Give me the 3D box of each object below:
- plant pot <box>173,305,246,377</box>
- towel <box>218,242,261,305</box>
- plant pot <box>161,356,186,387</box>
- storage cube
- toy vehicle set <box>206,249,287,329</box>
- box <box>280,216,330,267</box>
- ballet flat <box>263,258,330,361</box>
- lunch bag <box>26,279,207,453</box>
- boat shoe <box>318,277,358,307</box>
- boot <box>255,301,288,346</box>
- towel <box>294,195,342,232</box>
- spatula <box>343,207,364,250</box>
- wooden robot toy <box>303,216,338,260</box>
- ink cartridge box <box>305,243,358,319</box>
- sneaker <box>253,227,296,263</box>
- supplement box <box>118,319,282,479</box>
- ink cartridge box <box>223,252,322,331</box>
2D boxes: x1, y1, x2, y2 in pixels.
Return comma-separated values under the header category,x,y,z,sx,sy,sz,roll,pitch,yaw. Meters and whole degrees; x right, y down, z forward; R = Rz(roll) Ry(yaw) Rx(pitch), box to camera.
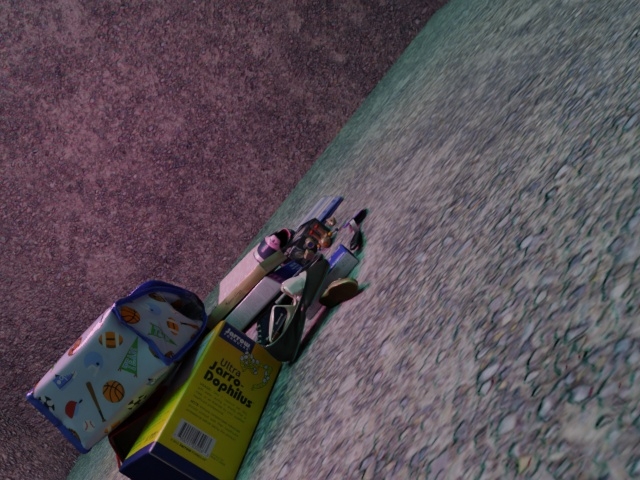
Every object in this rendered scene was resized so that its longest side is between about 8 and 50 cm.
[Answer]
category,x,y,z,sx,sy,sz,roll,pitch,yaw
plant pot,-0.318,0.352,1.536,0.188,0.166,0.188,-55,10,17
towel,-0.301,0.213,1.931,0.317,0.053,0.332,-43,35,29
plant pot,-0.484,0.495,1.615,0.293,0.196,0.293,-63,3,6
storage cube,-0.439,0.523,1.320,0.214,0.184,0.193,-29,7,-28
toy vehicle set,-0.223,0.145,1.483,0.267,0.035,0.166,-45,-2,20
box,-0.065,0.021,1.797,0.180,0.077,0.147,-57,14,-22
ballet flat,-0.063,0.161,1.237,0.281,0.096,0.095,-69,14,-16
lunch bag,-0.485,0.285,1.284,0.328,0.239,0.385,-43,0,8
boat shoe,0.046,0.117,1.200,0.153,0.056,0.048,-46,16,54
boot,-0.161,0.268,1.425,0.190,0.086,0.069,-52,13,0
towel,-0.012,-0.099,2.049,0.209,0.034,0.285,-51,14,-7
spatula,0.102,-0.033,1.467,0.084,0.030,0.296,-45,14,18
wooden robot toy,0.000,0.000,1.658,0.173,0.076,0.079,-49,24,13
ink cartridge box,0.014,0.110,1.347,0.207,0.046,0.097,-50,14,5
sneaker,-0.140,0.000,1.948,0.131,0.112,0.319,-51,-2,25
supplement box,-0.269,0.407,1.178,0.194,0.195,0.357,-40,18,40
ink cartridge box,-0.154,0.154,1.536,0.330,0.071,0.324,-47,-4,11
